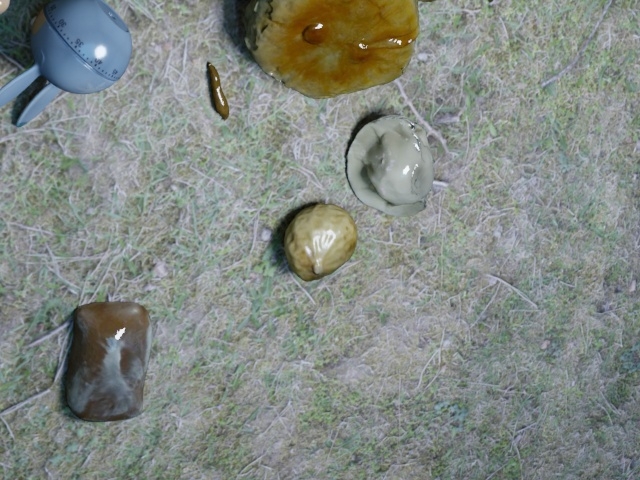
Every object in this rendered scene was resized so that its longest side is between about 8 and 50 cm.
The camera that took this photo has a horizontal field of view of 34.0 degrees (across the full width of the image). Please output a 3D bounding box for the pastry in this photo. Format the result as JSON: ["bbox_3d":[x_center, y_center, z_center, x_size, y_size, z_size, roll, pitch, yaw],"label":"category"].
[{"bbox_3d":[0.020,-0.380,1.796,0.329,0.136,0.330,-5,143,-3],"label":"pastry"}]

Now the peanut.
[{"bbox_3d":[0.000,0.000,2.046,0.159,0.109,0.141,-38,137,-19],"label":"peanut"}]

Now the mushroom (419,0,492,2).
[{"bbox_3d":[0.202,-0.560,1.853,0.291,0.218,0.212,22,147,-18],"label":"mushroom"}]

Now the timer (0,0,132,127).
[{"bbox_3d":[-0.423,-0.297,1.672,0.255,0.175,0.175,-17,127,16],"label":"timer"}]

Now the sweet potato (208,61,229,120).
[{"bbox_3d":[-0.182,-0.262,1.866,0.026,0.026,0.115,-22,124,-15],"label":"sweet potato"}]

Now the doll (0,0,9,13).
[{"bbox_3d":[-0.608,-0.363,1.552,0.277,0.119,0.154,-14,120,-9],"label":"doll"}]

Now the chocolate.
[{"bbox_3d":[-0.393,0.245,1.987,0.156,0.080,0.254,0,115,-27],"label":"chocolate"}]

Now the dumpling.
[{"bbox_3d":[0.135,-0.136,2.048,0.172,0.142,0.247,-1,130,13],"label":"dumpling"}]
